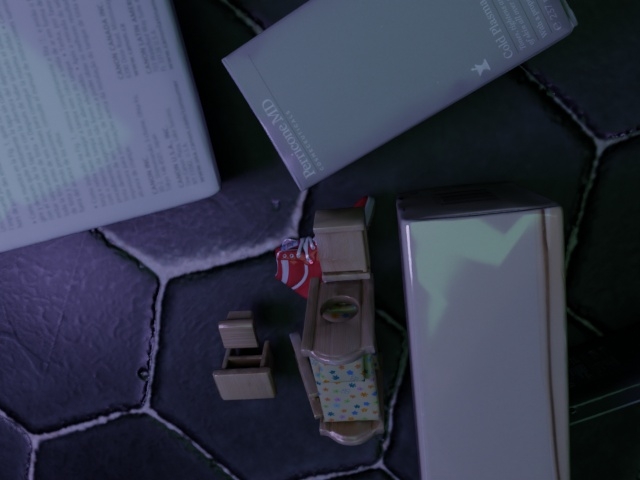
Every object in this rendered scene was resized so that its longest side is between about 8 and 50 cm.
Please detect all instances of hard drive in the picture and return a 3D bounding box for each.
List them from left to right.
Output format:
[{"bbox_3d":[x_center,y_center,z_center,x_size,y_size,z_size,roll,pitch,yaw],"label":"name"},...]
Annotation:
[{"bbox_3d":[0.259,0.111,0.498,0.135,0.094,0.022,-24,97,11],"label":"hard drive"}]

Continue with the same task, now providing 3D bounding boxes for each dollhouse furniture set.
[{"bbox_3d":[-0.032,0.080,0.490,0.161,0.101,0.181,-5,125,8],"label":"dollhouse furniture set"}]

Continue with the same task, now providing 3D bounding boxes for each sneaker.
[{"bbox_3d":[0.000,0.000,0.532,0.067,0.042,0.118,28,106,-3],"label":"sneaker"}]

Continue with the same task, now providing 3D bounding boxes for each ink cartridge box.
[{"bbox_3d":[-0.303,-0.138,0.440,0.385,0.091,0.307,-16,104,-13],"label":"ink cartridge box"}]

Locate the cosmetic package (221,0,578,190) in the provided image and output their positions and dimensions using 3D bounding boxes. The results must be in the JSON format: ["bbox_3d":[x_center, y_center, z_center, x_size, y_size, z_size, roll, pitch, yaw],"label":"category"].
[{"bbox_3d":[0.056,-0.154,0.463,0.238,0.107,0.127,-32,99,9],"label":"cosmetic package"}]

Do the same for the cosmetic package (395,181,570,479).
[{"bbox_3d":[0.131,0.115,0.482,0.113,0.160,0.309,-6,102,7],"label":"cosmetic package"}]
